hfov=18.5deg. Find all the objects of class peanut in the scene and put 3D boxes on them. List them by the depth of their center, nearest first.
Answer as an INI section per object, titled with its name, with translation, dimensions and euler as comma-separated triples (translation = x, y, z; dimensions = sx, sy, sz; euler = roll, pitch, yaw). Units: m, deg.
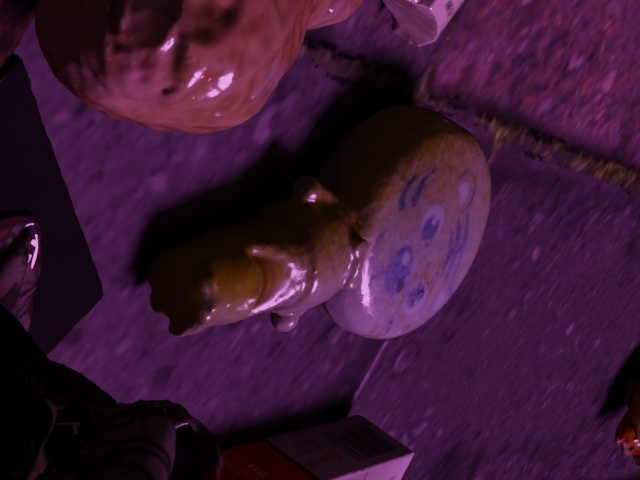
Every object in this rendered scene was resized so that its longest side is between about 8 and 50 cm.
[peanut]
translation = -0.030, -0.080, 0.615
dimensions = 0.174, 0.080, 0.080
euler = -42, 155, -56

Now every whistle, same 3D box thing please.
[whistle]
translation = 0.000, 0.000, 0.832
dimensions = 0.198, 0.057, 0.104
euler = -17, 124, -47

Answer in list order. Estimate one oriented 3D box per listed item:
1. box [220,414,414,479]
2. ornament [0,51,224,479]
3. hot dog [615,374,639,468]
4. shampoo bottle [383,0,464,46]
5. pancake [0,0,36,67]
[box]
translation = -0.021, 0.145, 0.974
dimensions = 0.152, 0.048, 0.100
euler = -8, 126, -63
[ornament]
translation = -0.072, 0.082, 0.603
dimensions = 0.166, 0.196, 0.153
euler = -47, 154, -20
[hot dog]
translation = 0.304, 0.081, 1.509
dimensions = 0.249, 0.068, 0.100
euler = -45, 144, -32
[shampoo bottle]
translation = 0.073, -0.145, 0.804
dimensions = 0.141, 0.034, 0.049
euler = -54, 151, -10
[pancake]
translation = -0.125, -0.081, 0.512
dimensions = 0.184, 0.020, 0.190
euler = -60, 158, 8
